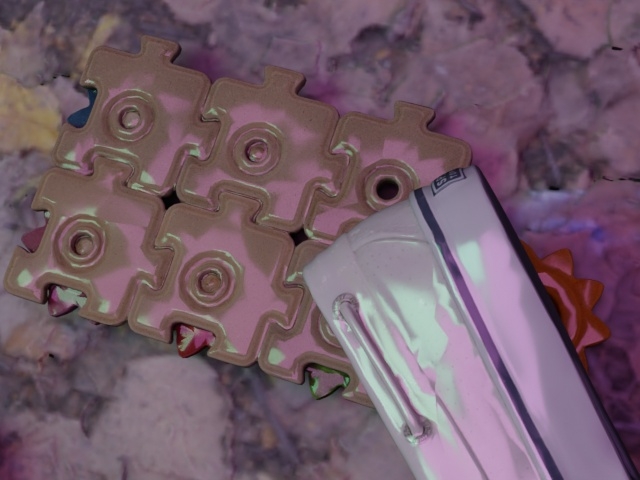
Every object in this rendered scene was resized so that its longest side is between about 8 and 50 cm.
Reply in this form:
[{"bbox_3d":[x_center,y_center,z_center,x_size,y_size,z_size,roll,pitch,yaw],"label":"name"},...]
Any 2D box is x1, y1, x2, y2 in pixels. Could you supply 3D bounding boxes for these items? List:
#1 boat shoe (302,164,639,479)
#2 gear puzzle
[{"bbox_3d":[0.085,0.157,0.623,0.156,0.136,0.367,-26,83,11],"label":"boat shoe"},{"bbox_3d":[0.000,0.000,0.742,0.339,0.044,0.175,16,80,13],"label":"gear puzzle"}]
